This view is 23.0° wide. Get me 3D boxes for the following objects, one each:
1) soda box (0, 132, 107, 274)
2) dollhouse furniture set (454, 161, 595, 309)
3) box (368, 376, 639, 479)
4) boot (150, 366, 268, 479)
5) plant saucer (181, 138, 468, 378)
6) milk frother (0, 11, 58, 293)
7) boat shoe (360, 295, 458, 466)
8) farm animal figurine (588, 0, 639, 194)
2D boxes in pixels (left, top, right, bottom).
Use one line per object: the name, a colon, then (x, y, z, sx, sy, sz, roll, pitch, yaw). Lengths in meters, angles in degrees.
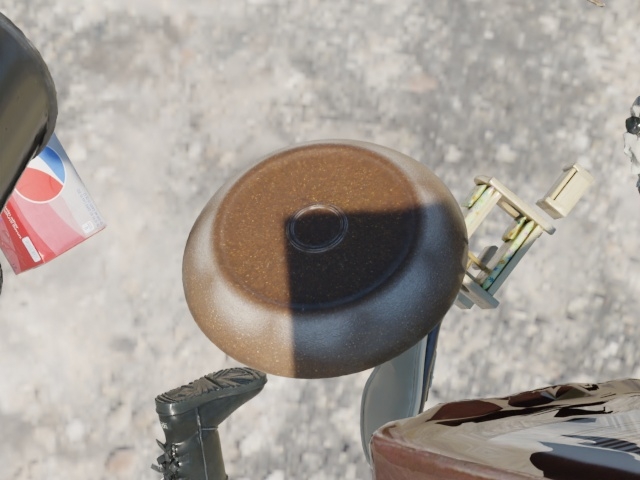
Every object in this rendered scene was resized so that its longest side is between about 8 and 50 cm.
soda box: (-0.337, -0.101, 1.660, 0.092, 0.083, 0.263, -34, 99, -33)
dollhouse furniture set: (0.191, -0.024, 1.761, 0.101, 0.161, 0.182, 39, 81, -5)
box: (0.124, 0.232, 0.361, 0.143, 0.382, 0.191, -4, 4, -32)
boot: (-0.098, 0.175, 1.418, 0.121, 0.099, 0.045, -17, 22, -34)
plant saucer: (0.000, 0.000, 1.059, 0.198, 0.036, 0.199, -5, 54, 6)
milk frother: (-0.147, 0.016, 0.498, 0.129, 0.143, 0.135, -8, 41, 25)
boat shoe: (0.092, 0.122, 1.494, 0.065, 0.206, 0.075, 5, 8, -41)
farm animal figurine: (0.331, -0.214, 1.126, 0.172, 0.330, 0.327, -17, 84, -57)
